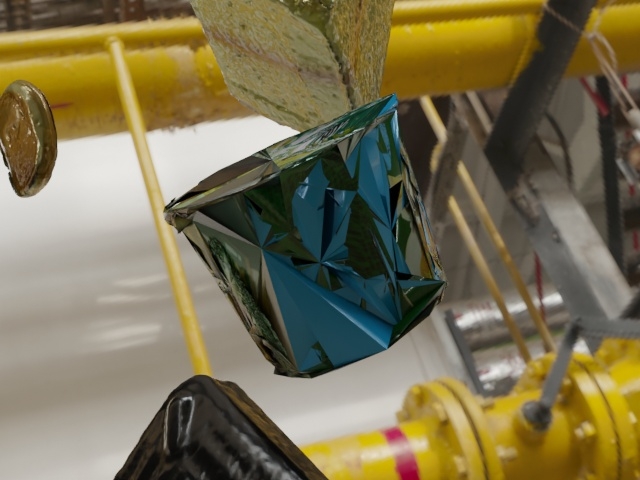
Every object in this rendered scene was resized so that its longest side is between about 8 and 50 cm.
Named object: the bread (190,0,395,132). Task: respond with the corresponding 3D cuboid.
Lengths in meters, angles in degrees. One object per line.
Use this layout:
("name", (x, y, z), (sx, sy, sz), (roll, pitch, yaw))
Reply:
("bread", (0.047, -0.312, 1.113), (0.361, 0.245, 0.233), (-48, -37, -21))

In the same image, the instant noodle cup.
("instant noodle cup", (0.000, 0.000, 0.884), (0.240, 0.178, 0.240), (-26, 11, 5))

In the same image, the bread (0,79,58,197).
("bread", (-0.277, -0.095, 0.922), (0.024, 0.110, 0.110), (-12, -30, -41))

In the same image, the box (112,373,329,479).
("box", (-0.112, 0.298, 0.888), (0.073, 0.289, 0.290), (30, -86, -42))
